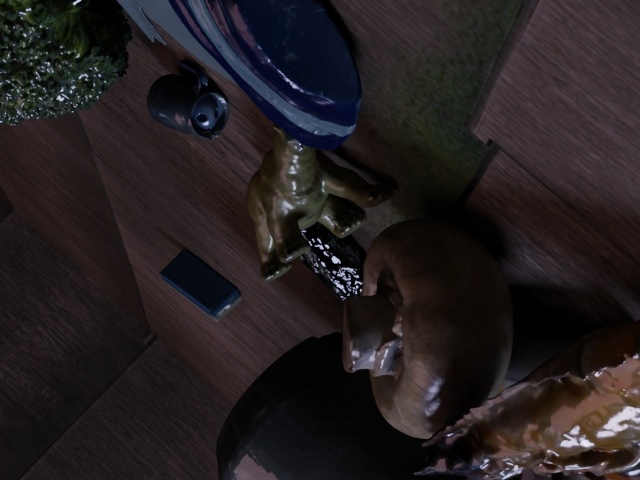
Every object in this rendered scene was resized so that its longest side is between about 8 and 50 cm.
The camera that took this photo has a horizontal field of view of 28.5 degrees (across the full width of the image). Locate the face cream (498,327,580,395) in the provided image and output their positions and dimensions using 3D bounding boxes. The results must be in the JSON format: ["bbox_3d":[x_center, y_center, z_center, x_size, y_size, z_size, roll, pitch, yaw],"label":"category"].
[{"bbox_3d":[0.181,0.116,0.985,0.107,0.073,0.269,54,165,-12],"label":"face cream"}]

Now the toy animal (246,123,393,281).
[{"bbox_3d":[-0.018,-0.043,1.051,0.101,0.103,0.218,60,168,4],"label":"toy animal"}]

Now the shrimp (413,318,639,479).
[{"bbox_3d":[0.194,0.132,0.808,0.317,0.062,0.164,-26,106,45],"label":"shrimp"}]

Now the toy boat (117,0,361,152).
[{"bbox_3d":[-0.091,-0.151,0.922,0.291,0.067,0.220,19,158,52],"label":"toy boat"}]

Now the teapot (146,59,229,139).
[{"bbox_3d":[-0.120,-0.131,1.157,0.049,0.063,0.083,13,-172,-43],"label":"teapot"}]

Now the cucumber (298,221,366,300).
[{"bbox_3d":[0.000,0.000,1.196,0.181,0.053,0.053,45,166,-20],"label":"cucumber"}]

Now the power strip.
[{"bbox_3d":[-0.174,0.067,1.850,0.123,0.056,0.032,35,163,28],"label":"power strip"}]

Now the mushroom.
[{"bbox_3d":[0.076,0.065,0.950,0.127,0.166,0.166,3,169,-8],"label":"mushroom"}]

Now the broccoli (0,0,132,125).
[{"bbox_3d":[-0.267,-0.189,1.125,0.198,0.226,0.176,7,127,34],"label":"broccoli"}]

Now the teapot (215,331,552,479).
[{"bbox_3d":[0.086,0.260,1.320,0.344,0.253,0.300,42,122,24],"label":"teapot"}]

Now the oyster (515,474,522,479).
[{"bbox_3d":[0.251,0.314,1.385,0.294,0.094,0.166,47,148,22],"label":"oyster"}]
